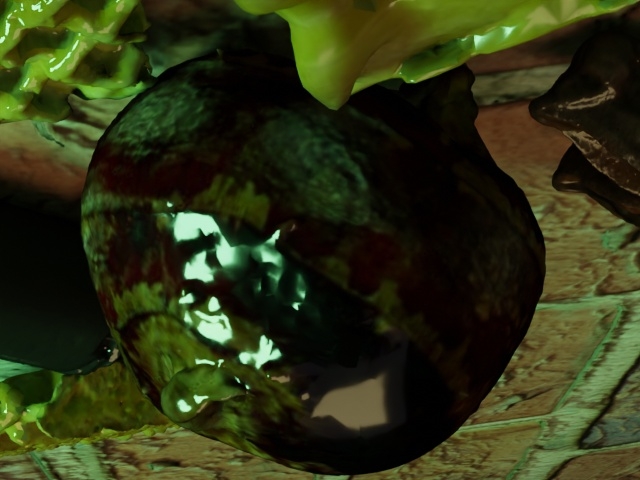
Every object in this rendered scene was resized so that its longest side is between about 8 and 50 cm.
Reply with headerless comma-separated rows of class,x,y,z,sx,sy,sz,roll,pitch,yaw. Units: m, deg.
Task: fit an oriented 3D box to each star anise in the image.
star anise,0.220,-0.056,0.751,0.220,0.099,0.214,19,158,9

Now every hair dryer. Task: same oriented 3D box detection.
hair dryer,-0.259,0.037,0.851,0.251,0.089,0.197,-15,160,32

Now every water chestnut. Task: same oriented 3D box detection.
water chestnut,0.000,0.000,0.715,0.223,0.238,0.224,23,161,8

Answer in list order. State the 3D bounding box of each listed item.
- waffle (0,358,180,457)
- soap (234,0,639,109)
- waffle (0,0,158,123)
waffle,-0.201,0.128,1.093,0.229,0.057,0.219,-1,168,-46
soap,0.091,-0.180,0.319,0.335,0.156,0.293,-17,155,20
waffle,-0.171,-0.090,0.578,0.204,0.054,0.223,-16,160,-9
